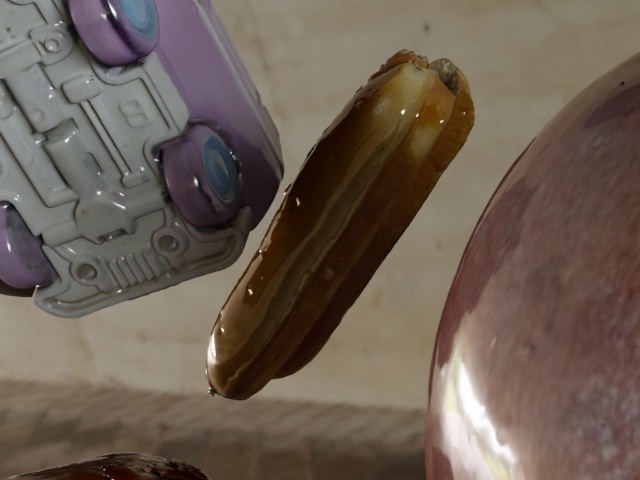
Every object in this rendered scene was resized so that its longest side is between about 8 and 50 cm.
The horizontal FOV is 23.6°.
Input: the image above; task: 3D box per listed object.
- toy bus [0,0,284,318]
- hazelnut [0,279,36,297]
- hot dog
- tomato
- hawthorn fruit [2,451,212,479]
[{"bbox_3d":[-0.120,-0.080,0.768,0.142,0.202,0.142,-17,29,21],"label":"toy bus"},{"bbox_3d":[-0.213,-0.039,1.262,0.208,0.208,0.208,-14,11,3],"label":"hazelnut"},{"bbox_3d":[0.000,0.000,0.817,0.236,0.062,0.092,-56,-13,22],"label":"hot dog"},{"bbox_3d":[0.157,0.042,0.449,0.270,0.227,0.270,-21,19,8],"label":"tomato"},{"bbox_3d":[-0.078,0.174,0.636,0.181,0.181,0.235,-19,4,-23],"label":"hawthorn fruit"}]
